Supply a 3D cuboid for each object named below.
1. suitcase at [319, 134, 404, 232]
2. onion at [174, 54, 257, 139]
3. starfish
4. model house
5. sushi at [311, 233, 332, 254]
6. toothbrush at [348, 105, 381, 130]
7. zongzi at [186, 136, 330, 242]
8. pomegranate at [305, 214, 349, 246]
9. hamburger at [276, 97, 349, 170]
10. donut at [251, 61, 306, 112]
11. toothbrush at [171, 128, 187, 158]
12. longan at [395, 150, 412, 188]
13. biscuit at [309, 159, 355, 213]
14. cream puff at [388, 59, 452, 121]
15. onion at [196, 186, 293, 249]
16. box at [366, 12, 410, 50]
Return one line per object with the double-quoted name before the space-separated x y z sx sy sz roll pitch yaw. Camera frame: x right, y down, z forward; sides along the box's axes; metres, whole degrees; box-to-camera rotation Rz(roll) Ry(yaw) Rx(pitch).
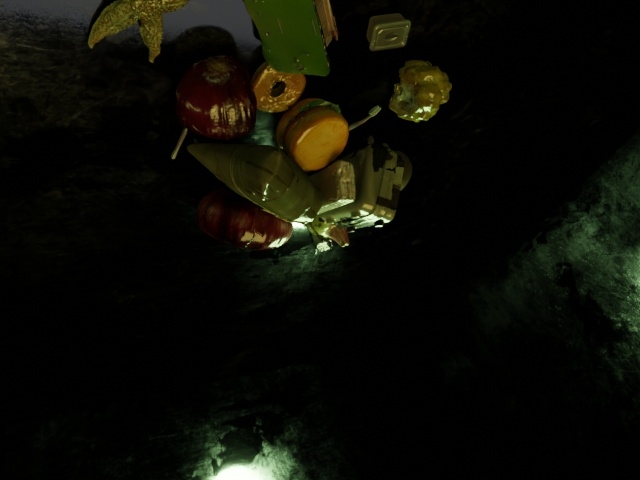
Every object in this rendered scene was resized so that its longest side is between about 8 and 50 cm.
"suitcase" 0.142 -0.218 1.897 0.194 0.339 0.351 19 167 -26
"onion" -0.298 -0.383 1.468 0.206 0.207 0.216 -15 143 -19
"starfish" -0.405 -0.566 1.241 0.347 0.078 0.358 -19 149 -12
"model house" -0.062 -0.606 1.372 0.207 0.154 0.294 14 148 24
"sushi" 0.001 -0.001 2.356 0.098 0.094 0.084 -21 147 -3
"toothbrush" 0.104 -0.401 1.875 0.269 0.021 0.027 -34 135 17
"zongzi" -0.175 -0.177 1.714 0.181 0.418 0.447 -64 147 -10
"pomegranate" 0.052 -0.078 2.122 0.214 0.248 0.214 -23 151 -13
"hamburger" -0.033 -0.359 1.706 0.246 0.170 0.246 -27 148 -19
"donut" -0.135 -0.471 1.570 0.178 0.065 0.162 -39 141 27
"toothbrush" -0.434 -0.330 1.636 0.017 0.014 0.194 1 142 -35
"longan" 0.272 -0.267 2.054 0.189 0.189 0.189 -17 149 -11
"biscuit" -0.008 -0.171 1.865 0.078 0.144 0.426 0 174 -29
"cream puff" 0.351 -0.498 1.750 0.195 0.194 0.221 -10 151 -20
"onion" -0.258 -0.109 1.851 0.348 0.347 0.285 9 100 -42
"box" 0.198 -0.624 1.551 0.122 0.062 0.089 -15 148 -16
